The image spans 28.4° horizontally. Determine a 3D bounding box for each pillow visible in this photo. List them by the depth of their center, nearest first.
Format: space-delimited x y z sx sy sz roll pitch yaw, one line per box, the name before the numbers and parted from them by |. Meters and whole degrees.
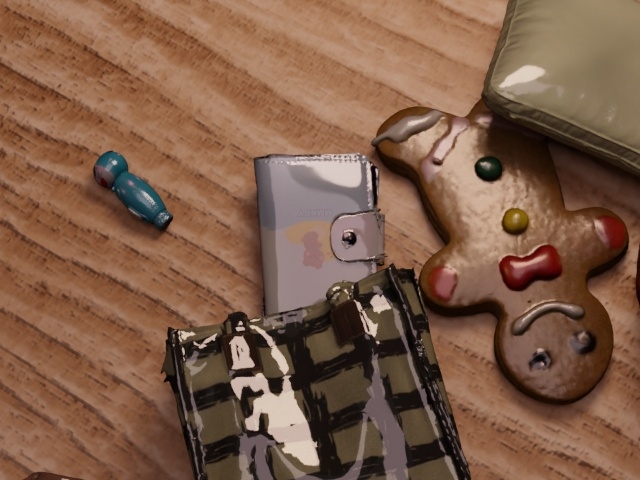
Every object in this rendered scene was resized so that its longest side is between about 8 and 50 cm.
pillow | 0.377 -0.208 1.625 0.322 0.120 0.255 22 61 -4

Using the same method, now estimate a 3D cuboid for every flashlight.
flashlight | -0.244 -0.066 1.656 0.129 0.051 0.051 40 77 9

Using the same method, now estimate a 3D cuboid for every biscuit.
biscuit | 0.252 -0.002 1.614 0.283 0.064 0.432 -16 72 -4

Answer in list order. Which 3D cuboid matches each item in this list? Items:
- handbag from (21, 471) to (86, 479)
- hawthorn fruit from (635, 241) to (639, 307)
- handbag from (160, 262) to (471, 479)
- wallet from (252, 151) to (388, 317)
handbag | -0.261 0.362 1.441 0.251 0.193 0.190 2 76 3
hawthorn fruit | 0.490 0.041 1.467 0.254 0.300 0.254 -2 83 14
handbag | -0.003 0.224 1.486 0.325 0.162 0.327 -15 80 -4
wallet | 0.000 0.000 1.619 0.170 0.069 0.231 -2 81 -3
